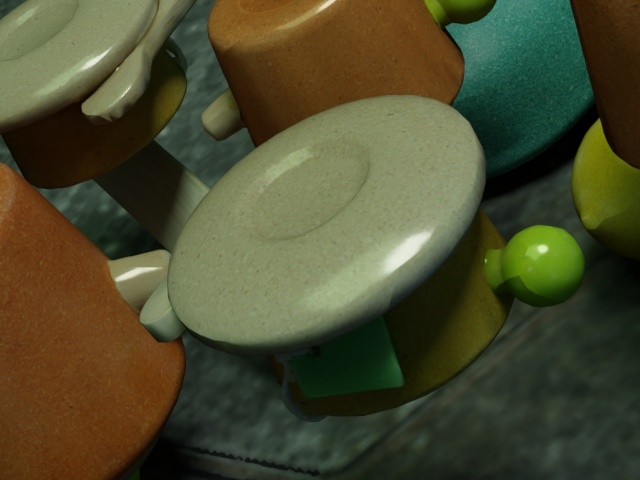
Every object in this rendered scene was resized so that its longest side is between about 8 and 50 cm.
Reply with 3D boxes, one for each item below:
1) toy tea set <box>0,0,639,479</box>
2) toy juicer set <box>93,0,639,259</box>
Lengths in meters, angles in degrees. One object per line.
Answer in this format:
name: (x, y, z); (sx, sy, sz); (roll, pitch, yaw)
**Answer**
toy tea set: (0.000, 0.000, 0.460); (0.336, 0.124, 0.200); (-4, 43, 37)
toy juicer set: (0.062, -0.057, 0.540); (0.329, 0.089, 0.209); (-37, 57, 18)
